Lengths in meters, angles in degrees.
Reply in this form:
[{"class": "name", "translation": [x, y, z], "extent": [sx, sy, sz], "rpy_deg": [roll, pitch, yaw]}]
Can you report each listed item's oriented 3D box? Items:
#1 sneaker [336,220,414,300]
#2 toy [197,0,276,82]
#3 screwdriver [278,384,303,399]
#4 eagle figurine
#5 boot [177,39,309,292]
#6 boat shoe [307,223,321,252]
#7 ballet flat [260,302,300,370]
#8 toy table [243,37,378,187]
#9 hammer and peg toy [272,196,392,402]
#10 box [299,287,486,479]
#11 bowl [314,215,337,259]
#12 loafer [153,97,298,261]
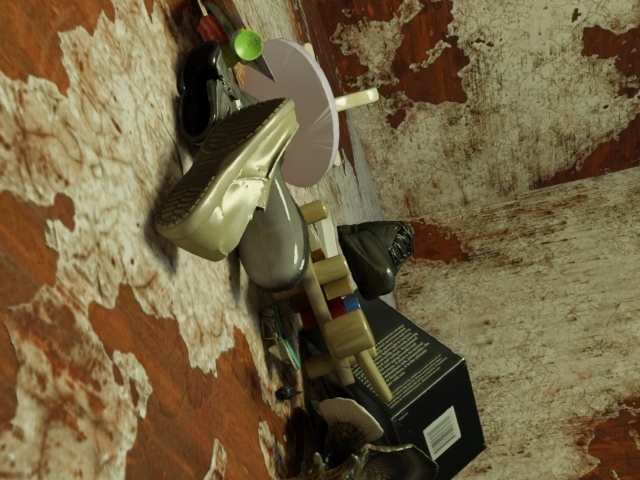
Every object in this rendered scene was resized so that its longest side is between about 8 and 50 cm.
[{"class": "sneaker", "translation": [0.103, 0.013, 1.118], "extent": [0.286, 0.130, 0.109], "rpy_deg": [-104, 177, -73]}, {"class": "toy", "translation": [-0.153, -0.315, 1.016], "extent": [0.136, 0.056, 0.237], "rpy_deg": [60, -11, -31]}, {"class": "screwdriver", "translation": [-0.049, 0.259, 1.107], "extent": [0.170, 0.025, 0.024], "rpy_deg": [72, 7, -76]}, {"class": "eagle figurine", "translation": [0.046, 0.357, 1.044], "extent": [0.226, 0.225, 0.298], "rpy_deg": [66, 20, 9]}, {"class": "boot", "translation": [-0.125, -0.101, 0.936], "extent": [0.223, 0.118, 0.338], "rpy_deg": [43, 28, -60]}, {"class": "boat shoe", "translation": [-0.026, -0.012, 1.468], "extent": [0.125, 0.046, 0.038], "rpy_deg": [67, 17, -8]}, {"class": "ballet flat", "translation": [-0.068, 0.158, 1.033], "extent": [0.041, 0.041, 0.114], "rpy_deg": [38, 29, -74]}, {"class": "toy table", "translation": [-0.028, -0.255, 1.265], "extent": [0.161, 0.252, 0.274], "rpy_deg": [-42, 132, -60]}, {"class": "hammer and peg toy", "translation": [0.002, 0.115, 1.078], "extent": [0.361, 0.128, 0.265], "rpy_deg": [-109, 179, -56]}, {"class": "box", "translation": [0.140, 0.295, 1.271], "extent": [0.294, 0.183, 0.296], "rpy_deg": [36, -26, 48]}, {"class": "bowl", "translation": [0.000, 0.000, 1.560], "extent": [0.142, 0.053, 0.142], "rpy_deg": [41, 37, -72]}, {"class": "loafer", "translation": [-0.104, -0.079, 0.804], "extent": [0.268, 0.102, 0.092], "rpy_deg": [-57, 133, -35]}]
